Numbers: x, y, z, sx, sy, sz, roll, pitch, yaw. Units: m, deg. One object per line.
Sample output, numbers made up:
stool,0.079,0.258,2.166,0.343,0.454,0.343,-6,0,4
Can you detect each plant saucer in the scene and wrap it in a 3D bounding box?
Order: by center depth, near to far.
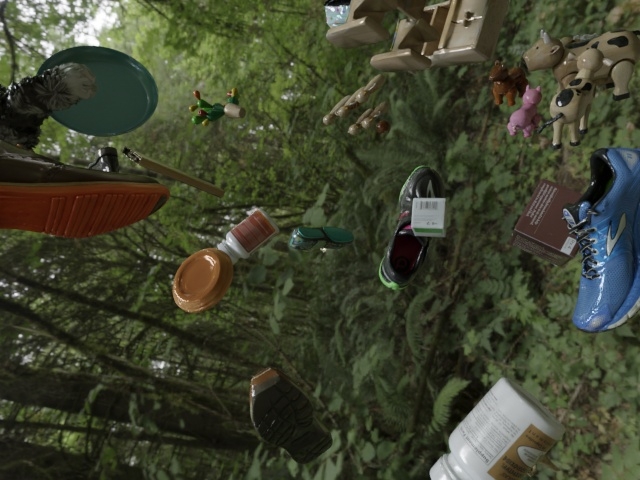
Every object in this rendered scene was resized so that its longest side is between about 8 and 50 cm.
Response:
plant saucer,-0.341,0.106,1.320,0.037,0.200,0.199,51,-135,-52
plant saucer,-0.633,-0.421,1.331,0.043,0.318,0.317,129,158,-58

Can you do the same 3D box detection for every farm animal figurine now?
farm animal figurine,0.528,-0.360,0.985,0.330,0.327,0.172,-109,0,-54

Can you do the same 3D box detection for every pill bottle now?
pill bottle,0.310,0.375,0.840,0.229,0.131,0.131,-52,2,8
pill bottle,-0.270,-0.012,1.727,0.216,0.121,0.121,-39,-9,-8

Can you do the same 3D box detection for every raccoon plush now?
raccoon plush,-0.733,-0.312,1.072,0.299,0.447,0.216,57,165,35

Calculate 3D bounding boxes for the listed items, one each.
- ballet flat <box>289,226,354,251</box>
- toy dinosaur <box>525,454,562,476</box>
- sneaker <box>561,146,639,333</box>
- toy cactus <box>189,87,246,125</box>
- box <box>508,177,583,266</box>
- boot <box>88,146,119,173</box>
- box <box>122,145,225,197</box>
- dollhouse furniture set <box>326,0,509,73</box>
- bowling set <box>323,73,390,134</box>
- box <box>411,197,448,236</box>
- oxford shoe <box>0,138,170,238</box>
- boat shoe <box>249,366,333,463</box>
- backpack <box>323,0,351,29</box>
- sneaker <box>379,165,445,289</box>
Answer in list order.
ballet flat,0.000,0.000,1.160,0.070,0.188,0.070,-8,79,50
toy dinosaur,0.499,0.505,1.083,0.092,0.183,0.053,-45,1,-17
sneaker,0.479,-0.005,0.803,0.130,0.147,0.329,115,169,-86
toy cactus,-0.325,-0.449,1.553,0.219,0.181,0.112,-39,-43,-43
box,0.655,-0.044,1.313,0.168,0.167,0.203,-60,-21,-1
boot,-0.747,-0.179,1.638,0.263,0.091,0.228,-36,68,56
box,-0.338,-0.157,1.068,0.164,0.201,0.021,28,96,51
dollhouse furniture set,0.202,-0.562,1.075,0.256,0.394,0.362,18,92,53
bowling set,0.158,-0.433,1.639,0.154,0.200,0.287,-46,12,-19
box,0.342,-0.072,1.453,0.087,0.101,0.101,43,-128,-64
oxford shoe,-0.389,-0.084,0.649,0.130,0.364,0.132,-41,67,36
boat shoe,-0.075,0.362,0.991,0.120,0.123,0.324,54,168,47
backpack,0.099,-0.713,1.447,0.152,0.182,0.115,-45,-45,-43
sneaker,0.360,-0.046,1.721,0.202,0.185,0.482,116,170,-84
